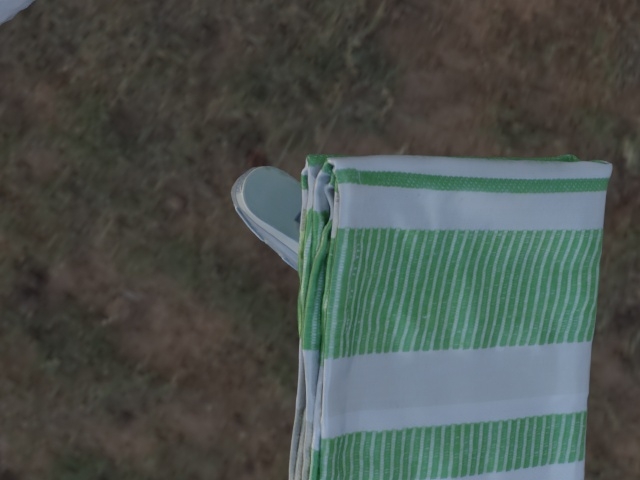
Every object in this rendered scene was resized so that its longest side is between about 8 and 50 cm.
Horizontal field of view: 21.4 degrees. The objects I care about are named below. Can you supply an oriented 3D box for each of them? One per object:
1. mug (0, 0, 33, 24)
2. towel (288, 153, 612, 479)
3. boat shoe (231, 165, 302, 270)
[{"bbox_3d":[-0.431,-0.300,1.432,0.328,0.276,0.374,-35,99,5],"label":"mug"},{"bbox_3d":[0.084,0.108,1.068,0.038,0.247,0.325,11,100,53],"label":"towel"},{"bbox_3d":[-0.001,0.000,1.812,0.227,0.079,0.081,39,168,-14],"label":"boat shoe"}]
